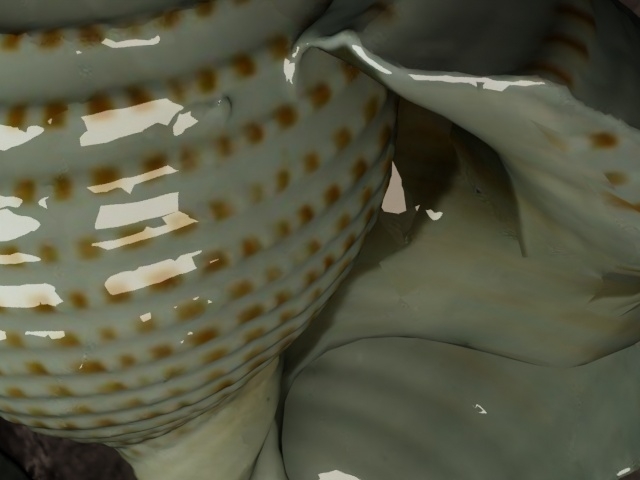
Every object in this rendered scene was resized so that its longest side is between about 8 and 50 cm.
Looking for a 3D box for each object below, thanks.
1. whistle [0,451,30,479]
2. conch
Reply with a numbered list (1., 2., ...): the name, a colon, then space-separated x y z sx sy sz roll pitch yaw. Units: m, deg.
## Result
1. whistle: -0.240 0.128 0.712 0.188 0.168 0.405 -19 110 8
2. conch: -0.001 -0.016 0.621 0.303 0.215 0.319 -5 148 9
